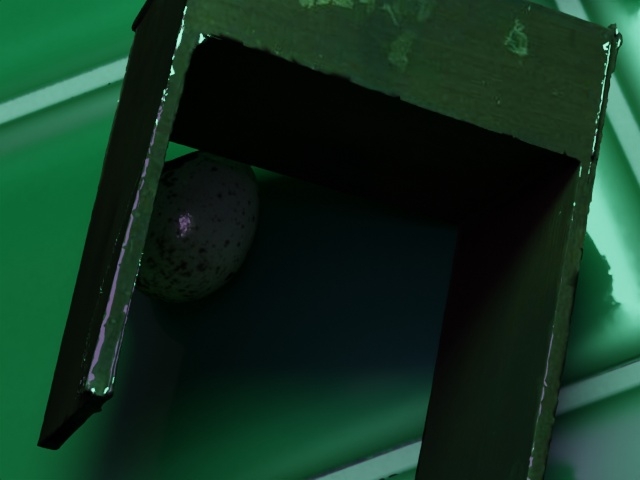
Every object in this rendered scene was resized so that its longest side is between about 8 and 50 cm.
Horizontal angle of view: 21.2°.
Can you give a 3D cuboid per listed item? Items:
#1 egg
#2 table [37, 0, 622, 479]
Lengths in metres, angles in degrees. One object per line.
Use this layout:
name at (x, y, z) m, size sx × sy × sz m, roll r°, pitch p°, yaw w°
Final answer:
egg at (-0.083, -0.012, 1.086) m, size 0.085 × 0.085 × 0.110 m, roll 27°, pitch 76°, yaw 19°
table at (0.000, 0.000, 0.964) m, size 0.250 × 0.196 × 0.282 m, roll 16°, pitch 71°, yaw -15°
